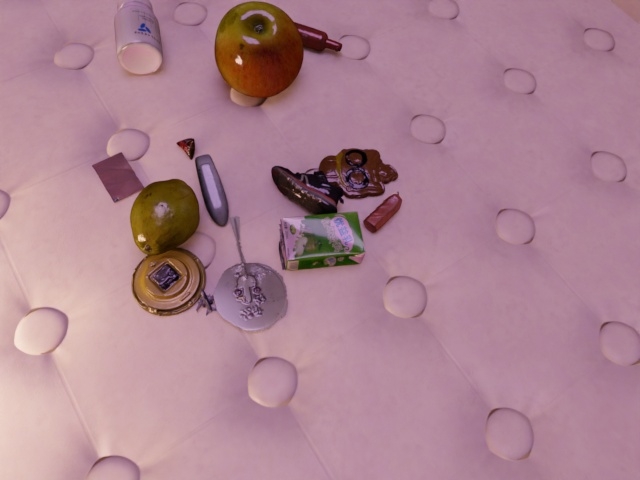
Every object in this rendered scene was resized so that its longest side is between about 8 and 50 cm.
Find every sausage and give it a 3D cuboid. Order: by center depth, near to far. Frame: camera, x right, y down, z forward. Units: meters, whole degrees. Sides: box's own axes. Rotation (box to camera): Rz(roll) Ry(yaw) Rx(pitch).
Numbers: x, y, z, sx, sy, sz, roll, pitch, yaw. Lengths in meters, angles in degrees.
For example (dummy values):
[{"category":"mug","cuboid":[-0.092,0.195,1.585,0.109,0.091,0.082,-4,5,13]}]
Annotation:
[{"category":"sausage","cuboid":[0.223,-0.100,1.749,0.065,0.065,0.169,41,68,15]}]

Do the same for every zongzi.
[{"category":"zongzi","cuboid":[-0.466,-0.341,1.805,0.067,0.073,0.083,-15,66,-32]}]

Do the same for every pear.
[{"category":"pear","cuboid":[-0.489,-0.076,1.595,0.213,0.212,0.269,19,53,4]}]

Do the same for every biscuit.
[{"category":"biscuit","cuboid":[0.138,-0.246,1.825,0.291,0.041,0.208,0,65,-4]}]

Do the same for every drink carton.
[{"category":"drink carton","cuboid":[0.000,0.000,1.654,0.271,0.108,0.161,-5,67,-8]}]

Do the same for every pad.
[{"category":"pad","cuboid":[-0.705,-0.222,1.762,0.113,0.006,0.187,-32,69,-17]}]

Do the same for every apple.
[{"category":"apple","cuboid":[-0.228,-0.713,1.882,0.340,0.339,0.339,2,64,-4]}]

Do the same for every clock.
[{"category":"clock","cuboid":[-0.478,0.119,1.584,0.237,0.057,0.236,2,65,-4]}]

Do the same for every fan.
[{"category":"fan","cuboid":[-0.243,0.097,1.625,0.233,0.012,0.414,-10,65,-19]}]

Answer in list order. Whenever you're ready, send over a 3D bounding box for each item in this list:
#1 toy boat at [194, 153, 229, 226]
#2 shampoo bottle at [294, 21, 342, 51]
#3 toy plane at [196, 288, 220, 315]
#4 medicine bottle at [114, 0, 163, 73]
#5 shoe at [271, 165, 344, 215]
[{"category":"toy boat","cuboid":[-0.368,-0.167,1.730,0.078,0.085,0.260,-17,77,-12]},{"category":"shampoo bottle","cuboid":[-0.029,-0.828,2.076,0.244,0.085,0.085,21,64,7]},{"category":"toy plane","cuboid":[-0.355,0.188,1.569,0.079,0.031,0.083,-25,88,-17]},{"category":"medicine bottle","cuboid":[-0.709,-0.804,1.960,0.170,0.170,0.292,-11,65,-10]},{"category":"shoe","cuboid":[-0.040,-0.194,1.740,0.291,0.114,0.137,32,60,16]}]
